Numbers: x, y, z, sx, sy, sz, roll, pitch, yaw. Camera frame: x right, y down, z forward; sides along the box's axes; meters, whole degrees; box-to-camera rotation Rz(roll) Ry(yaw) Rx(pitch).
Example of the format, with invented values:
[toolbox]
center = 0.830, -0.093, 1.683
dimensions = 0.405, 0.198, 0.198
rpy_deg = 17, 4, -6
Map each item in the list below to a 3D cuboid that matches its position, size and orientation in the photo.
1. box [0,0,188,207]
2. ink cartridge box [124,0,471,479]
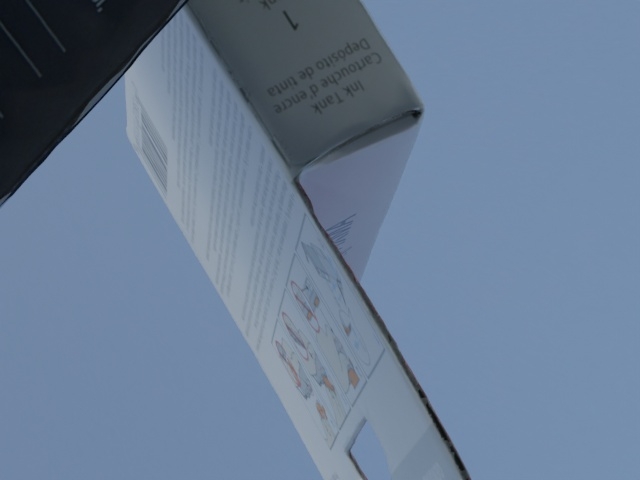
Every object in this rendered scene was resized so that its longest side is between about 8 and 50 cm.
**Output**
[box]
center = -0.225, -0.054, 0.565
dimensions = 0.179, 0.343, 0.312
rpy_deg = 51, -125, -22
[ink cartridge box]
center = 0.000, 0.000, 0.763
dimensions = 0.060, 0.275, 0.239
rpy_deg = -29, -101, -11
